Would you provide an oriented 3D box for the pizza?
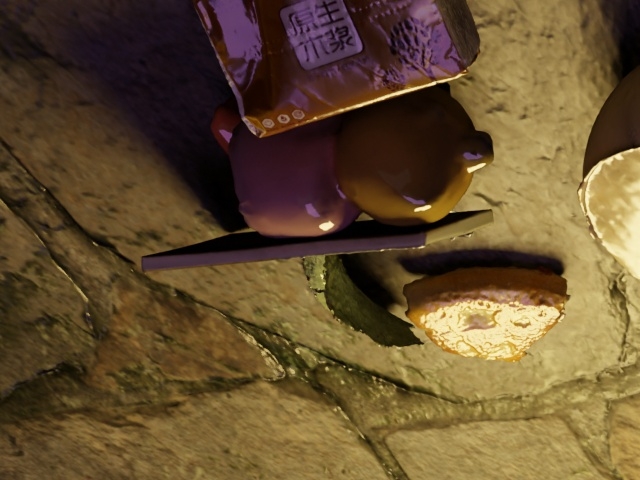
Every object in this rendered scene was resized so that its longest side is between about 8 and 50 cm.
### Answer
[{"bbox_3d":[0.199,0.084,2.215,0.182,0.062,0.161,-13,134,16],"label":"pizza"}]

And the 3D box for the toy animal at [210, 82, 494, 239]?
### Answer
[{"bbox_3d":[0.036,-0.083,1.907,0.281,0.169,0.195,-9,133,21],"label":"toy animal"}]

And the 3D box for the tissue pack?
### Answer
[{"bbox_3d":[0.009,-0.207,1.766,0.226,0.092,0.183,-16,110,23],"label":"tissue pack"}]

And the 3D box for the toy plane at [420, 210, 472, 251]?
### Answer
[{"bbox_3d":[0.123,-0.015,2.106,0.078,0.031,0.083,27,139,-4],"label":"toy plane"}]

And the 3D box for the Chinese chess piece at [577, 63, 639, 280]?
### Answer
[{"bbox_3d":[0.412,-0.041,1.856,0.338,0.140,0.338,24,156,11],"label":"Chinese chess piece"}]

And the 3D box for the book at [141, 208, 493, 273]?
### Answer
[{"bbox_3d":[0.000,0.000,2.014,0.310,0.021,0.217,-6,-175,23],"label":"book"}]

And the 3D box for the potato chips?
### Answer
[{"bbox_3d":[0.041,0.070,2.156,0.167,0.059,0.228,42,179,-5],"label":"potato chips"}]
